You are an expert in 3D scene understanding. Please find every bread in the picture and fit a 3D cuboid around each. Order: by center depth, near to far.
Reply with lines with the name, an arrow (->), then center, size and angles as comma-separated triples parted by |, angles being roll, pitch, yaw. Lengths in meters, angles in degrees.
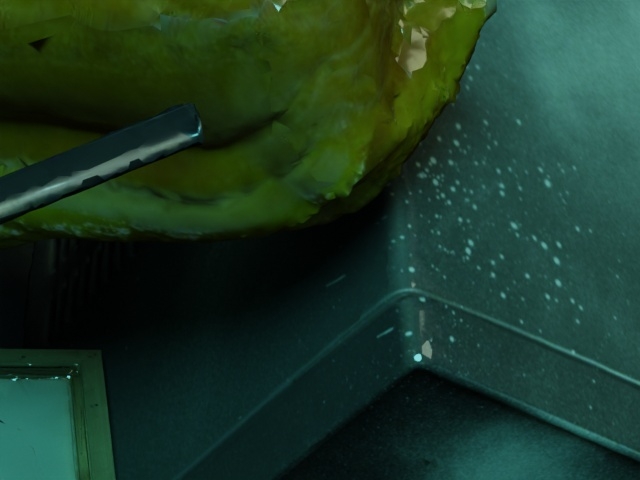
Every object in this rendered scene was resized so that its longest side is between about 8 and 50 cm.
bread -> -0.117, -0.071, 0.621 | 0.185, 0.380, 0.109 | -56, 132, -42

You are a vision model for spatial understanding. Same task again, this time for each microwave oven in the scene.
microwave oven -> 0.122, 0.050, 0.764 | 0.432, 0.236, 0.374 | 25, 43, -28

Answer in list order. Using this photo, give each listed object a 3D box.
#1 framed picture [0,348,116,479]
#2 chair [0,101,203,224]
framed picture -> -0.163, 0.080, 0.574 | 0.200, 0.010, 0.136 | 2, 37, -14
chair -> -0.110, 0.102, 0.373 | 0.246, 0.159, 0.172 | -13, 39, -16
